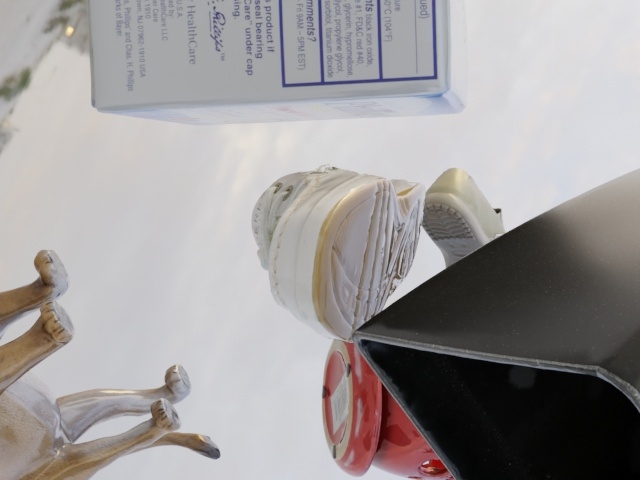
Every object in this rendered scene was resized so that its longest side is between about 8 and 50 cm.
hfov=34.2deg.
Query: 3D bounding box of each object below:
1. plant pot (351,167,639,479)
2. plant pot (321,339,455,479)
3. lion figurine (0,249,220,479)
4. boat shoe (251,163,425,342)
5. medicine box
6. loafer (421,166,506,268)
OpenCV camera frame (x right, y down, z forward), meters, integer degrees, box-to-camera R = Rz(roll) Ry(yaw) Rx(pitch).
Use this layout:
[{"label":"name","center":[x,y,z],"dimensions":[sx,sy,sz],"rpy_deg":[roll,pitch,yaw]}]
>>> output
[{"label":"plant pot","center":[0.160,0.061,0.442],"dimensions":[0.167,0.187,0.188],"rpy_deg":[-42,-165,-18]},{"label":"plant pot","center":[0.099,0.172,1.158],"dimensions":[0.191,0.174,0.191],"rpy_deg":[-176,-90,-77]},{"label":"lion figurine","center":[-0.266,0.144,0.867],"dimensions":[0.240,0.392,0.142],"rpy_deg":[-32,-138,4]},{"label":"boat shoe","center":[0.000,0.000,0.658],"dimensions":[0.277,0.096,0.098],"rpy_deg":[-16,117,-77]},{"label":"medicine box","center":[-0.022,-0.185,0.921],"dimensions":[0.263,0.289,0.149],"rpy_deg":[-19,108,-78]},{"label":"loafer","center":[0.217,-0.001,1.427],"dimensions":[0.102,0.268,0.092],"rpy_deg":[7,-121,31]}]
